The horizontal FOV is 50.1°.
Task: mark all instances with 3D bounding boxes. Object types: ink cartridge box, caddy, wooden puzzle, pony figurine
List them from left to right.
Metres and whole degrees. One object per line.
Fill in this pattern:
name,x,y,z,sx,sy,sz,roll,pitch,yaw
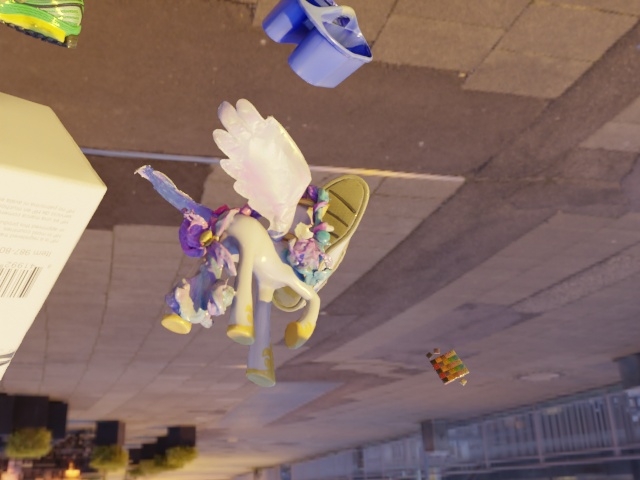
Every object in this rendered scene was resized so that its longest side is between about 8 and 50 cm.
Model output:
ink cartridge box,-0.439,0.037,0.653,0.285,0.166,0.395,11,120,-51
pony figurine,-0.119,-0.001,1.099,0.303,0.363,0.351,-19,134,40
caddy,0.010,-0.537,1.759,0.179,0.241,0.341,-37,175,24
wooden puzzle,0.222,0.219,1.187,0.049,0.083,0.006,-21,143,-14

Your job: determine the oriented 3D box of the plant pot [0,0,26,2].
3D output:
plant pot,-0.521,-0.528,1.074,0.276,0.254,0.276,12,175,1

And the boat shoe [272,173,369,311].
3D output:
boat shoe,0.000,0.000,1.369,0.113,0.302,0.103,35,-170,11

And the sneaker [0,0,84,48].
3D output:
sneaker,-0.639,-0.507,1.352,0.343,0.146,0.134,15,-174,-37
